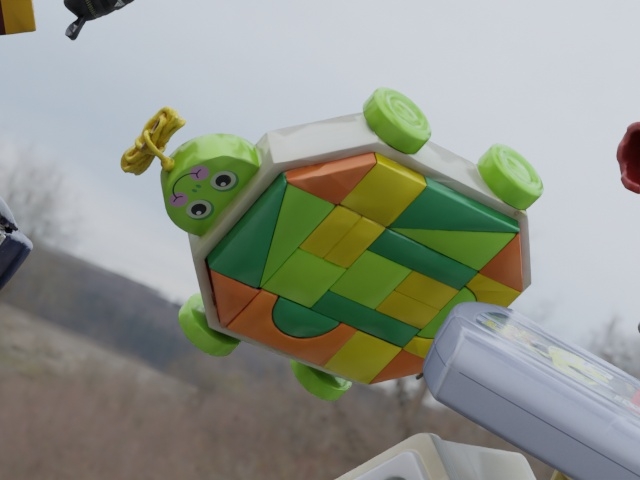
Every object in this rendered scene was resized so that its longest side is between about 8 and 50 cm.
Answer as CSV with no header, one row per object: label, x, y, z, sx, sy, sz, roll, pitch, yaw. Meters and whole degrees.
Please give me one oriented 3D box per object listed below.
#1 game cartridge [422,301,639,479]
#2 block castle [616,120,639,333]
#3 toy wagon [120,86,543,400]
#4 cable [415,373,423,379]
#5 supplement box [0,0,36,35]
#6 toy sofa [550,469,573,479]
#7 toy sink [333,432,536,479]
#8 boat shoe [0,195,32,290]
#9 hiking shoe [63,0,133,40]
game cartridge,0.171,0.110,1.244,0.196,0.060,0.294,26,6,11
block castle,0.498,-0.067,1.881,0.212,0.303,0.453,0,-20,-26
toy wagon,0.000,0.000,1.391,0.344,0.267,0.068,24,33,-32
cable,0.127,0.073,2.029,0.139,0.072,0.287,47,23,-34
supplement box,-0.289,-0.214,1.122,0.194,0.129,0.191,-8,31,-9
toy sofa,0.334,0.392,1.971,0.177,0.150,0.362,17,30,-2
toy sink,0.068,0.235,1.335,0.234,0.153,0.131,17,44,-58
boat shoe,-0.383,0.072,1.470,0.127,0.340,0.158,51,4,21
hiking shoe,-0.231,-0.283,1.561,0.227,0.114,0.086,58,1,30
